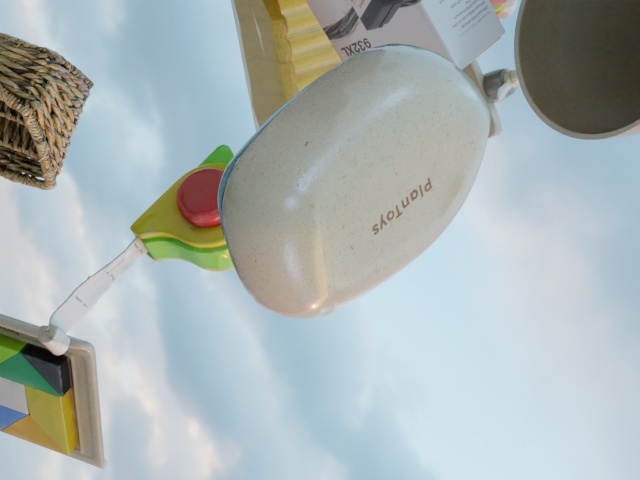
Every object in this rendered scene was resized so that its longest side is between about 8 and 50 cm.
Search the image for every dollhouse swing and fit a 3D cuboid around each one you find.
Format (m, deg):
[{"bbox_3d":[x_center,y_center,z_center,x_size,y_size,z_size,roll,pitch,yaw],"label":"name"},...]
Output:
[{"bbox_3d":[0.026,-0.330,1.522,0.315,0.305,0.346,-138,-145,-62],"label":"dollhouse swing"}]

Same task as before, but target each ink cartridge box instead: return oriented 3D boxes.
[{"bbox_3d":[0.093,-0.379,1.259,0.223,0.129,0.307,-7,-59,56],"label":"ink cartridge box"}]

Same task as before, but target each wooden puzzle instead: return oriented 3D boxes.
[{"bbox_3d":[-0.373,0.182,1.058,0.221,0.044,0.238,15,-50,14],"label":"wooden puzzle"}]

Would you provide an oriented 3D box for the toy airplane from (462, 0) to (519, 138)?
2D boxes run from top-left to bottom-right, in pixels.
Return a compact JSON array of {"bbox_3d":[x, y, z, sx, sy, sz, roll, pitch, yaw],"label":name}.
[{"bbox_3d":[0.264,-0.443,1.719,0.384,0.272,0.386,-127,-159,-46],"label":"toy airplane"}]

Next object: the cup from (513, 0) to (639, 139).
[{"bbox_3d":[0.497,-0.311,1.296,0.331,0.237,0.331,1,-89,56],"label":"cup"}]

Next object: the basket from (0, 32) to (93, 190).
[{"bbox_3d":[-0.582,-0.238,1.459,0.213,0.299,0.223,46,63,-78],"label":"basket"}]

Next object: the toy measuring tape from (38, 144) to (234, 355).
[{"bbox_3d":[-0.155,0.019,0.941,0.121,0.330,0.121,38,-17,14],"label":"toy measuring tape"}]

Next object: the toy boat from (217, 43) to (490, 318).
[{"bbox_3d":[0.010,-0.111,0.670,0.148,0.267,0.318,27,-38,43],"label":"toy boat"}]
